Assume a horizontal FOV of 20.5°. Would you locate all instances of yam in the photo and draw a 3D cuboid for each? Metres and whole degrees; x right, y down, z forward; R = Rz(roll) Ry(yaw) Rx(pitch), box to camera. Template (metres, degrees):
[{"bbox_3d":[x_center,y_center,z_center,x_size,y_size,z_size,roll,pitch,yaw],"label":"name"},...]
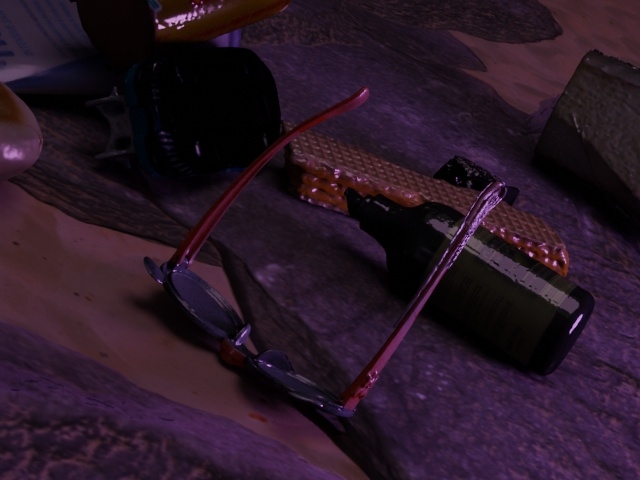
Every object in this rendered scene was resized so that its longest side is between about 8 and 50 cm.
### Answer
[{"bbox_3d":[0.434,-0.126,2.451,0.271,0.202,0.201,35,1,23],"label":"yam"}]

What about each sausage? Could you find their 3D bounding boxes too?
[{"bbox_3d":[-0.113,-0.279,1.944,0.317,0.125,0.117,-25,15,-39],"label":"sausage"}]

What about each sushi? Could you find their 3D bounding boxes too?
[{"bbox_3d":[0.186,-0.068,2.195,0.084,0.056,0.083,17,24,-26],"label":"sushi"}]

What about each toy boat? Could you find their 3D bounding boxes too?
[{"bbox_3d":[-0.143,-0.135,1.910,0.092,0.134,0.299,-8,2,24],"label":"toy boat"}]

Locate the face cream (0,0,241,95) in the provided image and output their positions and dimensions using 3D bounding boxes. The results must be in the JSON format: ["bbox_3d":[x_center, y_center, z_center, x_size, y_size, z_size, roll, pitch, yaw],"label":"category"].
[{"bbox_3d":[-0.276,-0.227,1.974,0.420,0.137,0.235,-5,43,-37],"label":"face cream"}]

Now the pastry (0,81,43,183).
[{"bbox_3d":[-0.334,-0.104,1.626,0.156,0.092,0.156,22,25,-11],"label":"pastry"}]

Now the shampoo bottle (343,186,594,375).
[{"bbox_3d":[0.147,0.029,1.867,0.283,0.101,0.101,33,22,14],"label":"shampoo bottle"}]

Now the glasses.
[{"bbox_3d":[0.000,0.000,1.555,0.234,0.268,0.118,38,5,29],"label":"glasses"}]

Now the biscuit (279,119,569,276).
[{"bbox_3d":[0.119,-0.039,2.051,0.378,0.054,0.094,19,24,-21],"label":"biscuit"}]
